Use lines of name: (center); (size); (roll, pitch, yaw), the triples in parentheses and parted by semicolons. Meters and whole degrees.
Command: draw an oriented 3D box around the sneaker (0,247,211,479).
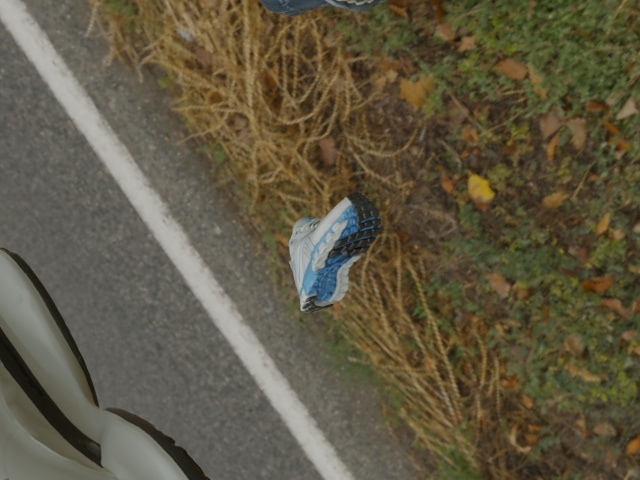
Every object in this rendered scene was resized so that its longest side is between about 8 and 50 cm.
sneaker: (-0.227, 0.181, 0.460); (0.447, 0.257, 0.169); (38, 128, 35)

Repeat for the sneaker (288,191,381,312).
sneaker: (0.000, 0.000, 0.831); (0.083, 0.071, 0.191); (61, 149, 24)

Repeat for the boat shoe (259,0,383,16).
boat shoe: (0.029, -0.216, 0.373); (0.079, 0.254, 0.095); (-3, 159, 44)
